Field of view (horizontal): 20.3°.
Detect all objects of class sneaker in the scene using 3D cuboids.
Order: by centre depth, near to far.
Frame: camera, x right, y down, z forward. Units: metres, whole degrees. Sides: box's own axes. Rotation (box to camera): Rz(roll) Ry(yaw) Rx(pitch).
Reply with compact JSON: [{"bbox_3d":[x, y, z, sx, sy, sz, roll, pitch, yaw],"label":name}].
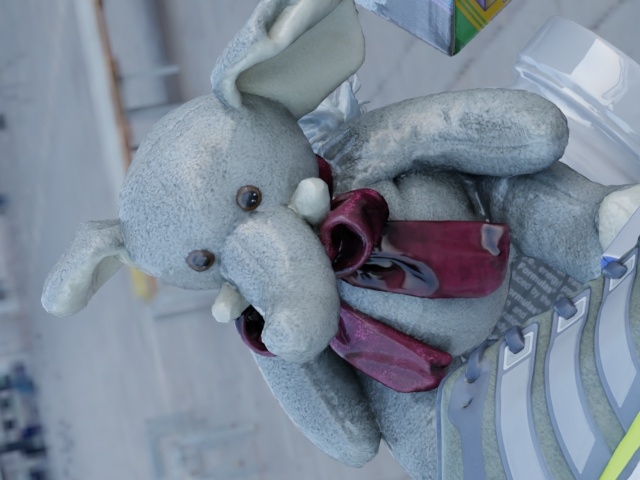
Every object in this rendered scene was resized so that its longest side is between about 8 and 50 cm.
[{"bbox_3d":[0.106,0.045,0.611,0.121,0.300,0.111,23,175,39],"label":"sneaker"}]

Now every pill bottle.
[{"bbox_3d":[0.127,-0.003,1.244,0.161,0.283,0.161,38,-179,-1],"label":"pill bottle"}]

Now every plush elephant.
[{"bbox_3d":[0.000,0.000,1.040,0.330,0.255,0.272,50,120,33],"label":"plush elephant"}]

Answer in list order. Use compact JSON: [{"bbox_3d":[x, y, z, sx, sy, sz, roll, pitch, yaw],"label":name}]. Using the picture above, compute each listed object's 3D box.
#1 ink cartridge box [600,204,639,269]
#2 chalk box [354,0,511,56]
[{"bbox_3d":[0.222,-0.011,0.974,0.046,0.207,0.097,15,135,32],"label":"ink cartridge box"},{"bbox_3d":[0.078,-0.256,1.189,0.132,0.132,0.213,34,153,23],"label":"chalk box"}]
